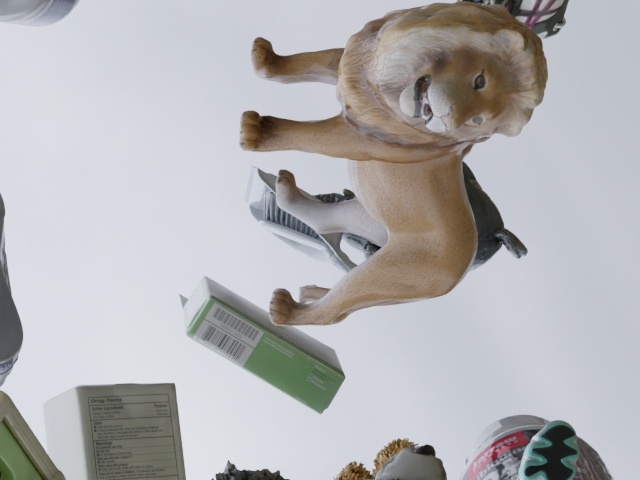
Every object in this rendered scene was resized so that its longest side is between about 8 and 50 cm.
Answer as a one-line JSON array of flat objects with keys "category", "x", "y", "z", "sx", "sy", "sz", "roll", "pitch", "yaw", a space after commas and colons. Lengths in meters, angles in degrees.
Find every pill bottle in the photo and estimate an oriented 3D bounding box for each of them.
[{"category": "pill bottle", "x": -0.301, "y": -0.268, "z": 2.026, "sx": 0.094, "sy": 0.094, "sz": 0.169, "roll": 59, "pitch": -170, "yaw": 2}, {"category": "pill bottle", "x": 0.237, "y": 0.300, "z": 2.075, "sx": 0.176, "sy": 0.176, "sz": 0.318, "roll": 54, "pitch": -174, "yaw": -15}]

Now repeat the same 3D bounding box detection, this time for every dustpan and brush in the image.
[{"category": "dustpan and brush", "x": 0.000, "y": 0.000, "z": 2.282, "sx": 0.211, "sy": 0.060, "sz": 0.147, "roll": 24, "pitch": 163, "yaw": 2}]

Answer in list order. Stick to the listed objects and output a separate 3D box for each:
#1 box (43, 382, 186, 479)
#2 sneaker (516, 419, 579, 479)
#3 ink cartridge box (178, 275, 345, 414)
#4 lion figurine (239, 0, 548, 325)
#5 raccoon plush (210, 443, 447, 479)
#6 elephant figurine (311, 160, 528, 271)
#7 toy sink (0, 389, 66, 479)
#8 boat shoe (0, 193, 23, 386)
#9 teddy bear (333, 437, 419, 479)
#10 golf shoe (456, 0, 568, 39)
[{"category": "box", "x": -0.252, "y": 0.342, "z": 2.487, "sx": 0.148, "sy": 0.121, "sz": 0.311, "roll": 1, "pitch": -106, "yaw": -31}, {"category": "sneaker", "x": 0.142, "y": 0.166, "z": 1.330, "sx": 0.038, "sy": 0.098, "sz": 0.069, "roll": 21, "pitch": 178, "yaw": -7}, {"category": "ink cartridge box", "x": -0.068, "y": 0.100, "z": 2.131, "sx": 0.171, "sy": 0.056, "sz": 0.235, "roll": 31, "pitch": -173, "yaw": -10}, {"category": "lion figurine", "x": 0.067, "y": -0.052, "z": 1.612, "sx": 0.392, "sy": 0.240, "sz": 0.142, "roll": 80, "pitch": -164, "yaw": -56}, {"category": "raccoon plush", "x": 0.018, "y": 0.402, "z": 1.815, "sx": 0.216, "sy": 0.299, "sz": 0.446, "roll": -2, "pitch": -78, "yaw": -60}, {"category": "elephant figurine", "x": 0.098, "y": -0.016, "z": 2.472, "sx": 0.239, "sy": 0.186, "sz": 0.169, "roll": -2, "pitch": -115, "yaw": -37}, {"category": "toy sink", "x": -0.337, "y": 0.244, "z": 1.838, "sx": 0.153, "sy": 0.131, "sz": 0.234, "roll": -61, "pitch": -25, "yaw": -27}, {"category": "boat shoe", "x": -0.367, "y": 0.038, "z": 2.030, "sx": 0.095, "sy": 0.084, "sz": 0.258, "roll": -1, "pitch": -124, "yaw": -18}, {"category": "teddy bear", "x": 0.051, "y": 0.387, "z": 2.362, "sx": 0.113, "sy": 0.245, "sz": 0.338, "roll": 39, "pitch": -125, "yaw": -32}, {"category": "golf shoe", "x": 0.309, "y": -0.356, "z": 2.725, "sx": 0.120, "sy": 0.273, "sz": 0.105, "roll": 36, "pitch": -152, "yaw": -31}]
